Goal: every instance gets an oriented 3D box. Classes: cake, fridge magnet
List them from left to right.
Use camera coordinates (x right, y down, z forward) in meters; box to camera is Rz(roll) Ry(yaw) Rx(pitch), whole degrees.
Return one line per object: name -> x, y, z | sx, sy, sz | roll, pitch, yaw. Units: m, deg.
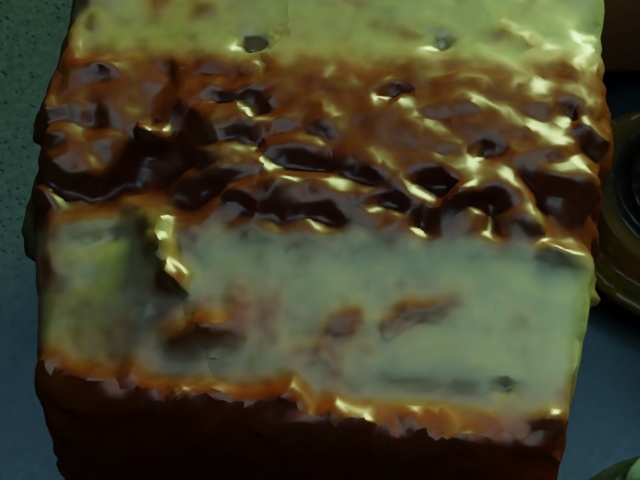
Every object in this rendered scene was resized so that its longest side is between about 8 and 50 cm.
cake -> 0.000, 0.000, 0.874 | 0.270, 0.269, 0.319 | 3, 62, 1
fridge magnet -> 0.208, -0.018, 0.999 | 0.143, 0.063, 0.143 | 1, 61, -2

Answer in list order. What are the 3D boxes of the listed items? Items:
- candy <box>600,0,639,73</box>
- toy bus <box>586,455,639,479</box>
candy -> 0.206, -0.191, 0.980 | 0.255, 0.255, 0.094 | -13, 66, -7
toy bus -> 0.205, 0.189, 0.782 | 0.232, 0.288, 0.194 | -20, 64, -28
